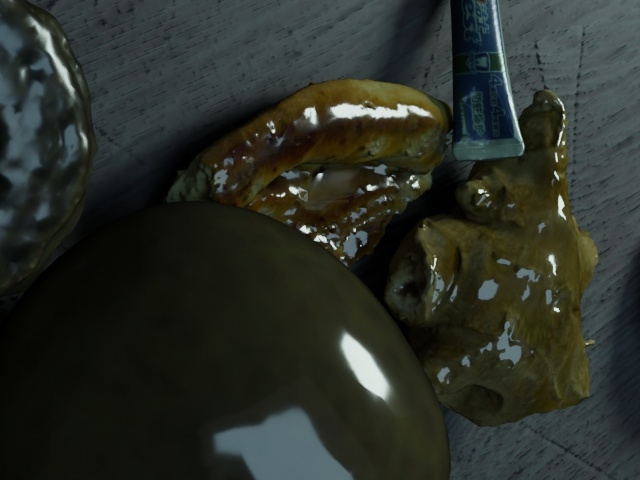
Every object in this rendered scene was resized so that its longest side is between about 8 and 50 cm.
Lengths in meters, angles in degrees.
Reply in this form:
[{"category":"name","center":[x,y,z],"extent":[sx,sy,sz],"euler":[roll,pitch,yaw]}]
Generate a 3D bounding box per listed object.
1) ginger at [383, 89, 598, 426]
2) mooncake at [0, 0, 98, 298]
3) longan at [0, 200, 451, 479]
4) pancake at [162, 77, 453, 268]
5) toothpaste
[{"category":"ginger","center":[0.144,0.016,1.009],"extent":[0.218,0.123,0.270],"euler":[1,86,-38]},{"category":"mooncake","center":[-0.239,-0.056,0.683],"extent":[0.228,0.124,0.228],"euler":[-10,106,-36]},{"category":"longan","center":[-0.064,0.125,0.767],"extent":[0.300,0.243,0.300],"euler":[4,72,-12]},{"category":"pancake","center":[0.000,0.000,0.926],"extent":[0.266,0.057,0.245],"euler":[-1,100,-39]},{"category":"toothpaste","center":[0.125,-0.158,0.979],"extent":[0.057,0.035,0.197],"euler":[-4,78,0]}]
